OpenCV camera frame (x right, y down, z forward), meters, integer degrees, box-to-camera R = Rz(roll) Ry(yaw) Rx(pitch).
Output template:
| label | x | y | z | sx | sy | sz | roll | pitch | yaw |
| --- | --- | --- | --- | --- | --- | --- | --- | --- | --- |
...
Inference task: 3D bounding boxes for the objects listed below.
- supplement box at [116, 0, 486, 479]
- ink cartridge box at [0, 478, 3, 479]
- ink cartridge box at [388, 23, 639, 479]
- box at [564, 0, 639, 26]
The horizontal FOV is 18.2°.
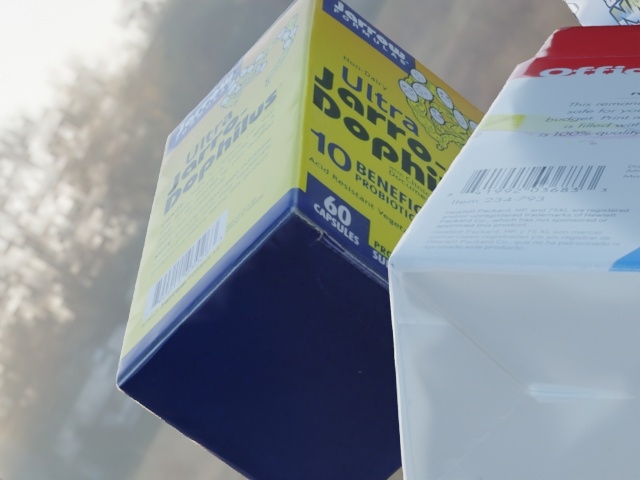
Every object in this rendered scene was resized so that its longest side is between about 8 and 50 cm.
| label | x | y | z | sx | sy | sz | roll | pitch | yaw |
| --- | --- | --- | --- | --- | --- | --- | --- | --- | --- |
| supplement box | 0.000 | 0.000 | 1.469 | 0.195 | 0.194 | 0.356 | -44 | 21 | 24 |
| ink cartridge box | -0.189 | 0.210 | 1.296 | 0.056 | 0.099 | 0.135 | -47 | 30 | -10 |
| ink cartridge box | 0.115 | -0.003 | 0.616 | 0.231 | 0.134 | 0.078 | -51 | -41 | -62 |
| box | 0.134 | -0.156 | 0.692 | 0.036 | 0.114 | 0.207 | -27 | -10 | -33 |
